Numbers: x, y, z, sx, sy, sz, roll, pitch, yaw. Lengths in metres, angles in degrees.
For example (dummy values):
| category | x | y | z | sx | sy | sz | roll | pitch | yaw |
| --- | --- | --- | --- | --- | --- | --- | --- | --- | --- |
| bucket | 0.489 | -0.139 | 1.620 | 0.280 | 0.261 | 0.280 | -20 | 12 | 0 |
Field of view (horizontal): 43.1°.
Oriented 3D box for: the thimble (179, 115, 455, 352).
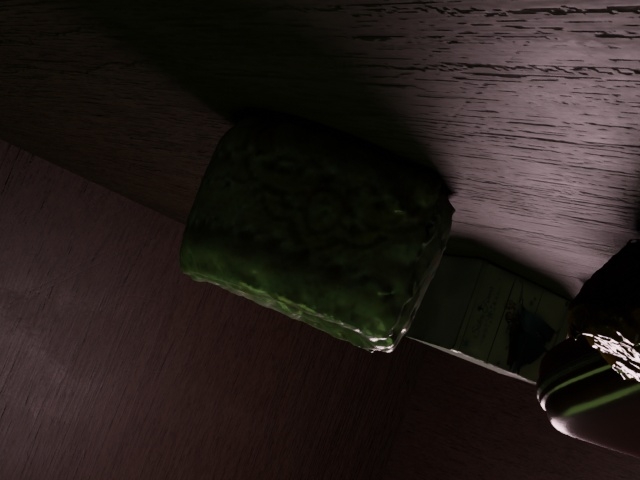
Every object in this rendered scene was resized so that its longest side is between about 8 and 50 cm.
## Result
| category | x | y | z | sx | sy | sz | roll | pitch | yaw |
| --- | --- | --- | --- | --- | --- | --- | --- | --- | --- |
| thimble | 0.000 | 0.000 | 0.925 | 0.291 | 0.195 | 0.291 | 21 | 174 | 2 |

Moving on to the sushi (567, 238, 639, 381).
| category | x | y | z | sx | sy | sz | roll | pitch | yaw |
| --- | --- | --- | --- | --- | --- | --- | --- | --- | --- |
| sushi | 0.339 | 0.075 | 0.719 | 0.179 | 0.167 | 0.296 | 44 | 164 | -3 |

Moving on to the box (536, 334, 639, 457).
| category | x | y | z | sx | sy | sz | roll | pitch | yaw |
| --- | --- | --- | --- | --- | --- | --- | --- | --- | --- |
| box | 0.467 | 0.198 | 1.059 | 0.404 | 0.108 | 0.263 | 25 | 137 | -36 |

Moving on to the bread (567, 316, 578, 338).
| category | x | y | z | sx | sy | sz | roll | pitch | yaw |
| --- | --- | --- | --- | --- | --- | --- | --- | --- | --- |
| bread | 0.394 | 0.115 | 1.117 | 0.076 | 0.083 | 0.070 | 25 | 169 | -27 |

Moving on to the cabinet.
| category | x | y | z | sx | sy | sz | roll | pitch | yaw |
| --- | --- | --- | --- | --- | --- | --- | --- | --- | --- |
| cabinet | 0.275 | 0.129 | 1.298 | 0.206 | 0.145 | 0.150 | 24 | 172 | -24 |
